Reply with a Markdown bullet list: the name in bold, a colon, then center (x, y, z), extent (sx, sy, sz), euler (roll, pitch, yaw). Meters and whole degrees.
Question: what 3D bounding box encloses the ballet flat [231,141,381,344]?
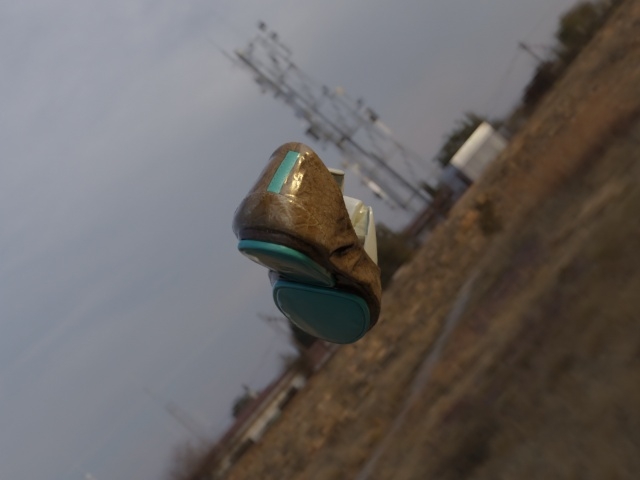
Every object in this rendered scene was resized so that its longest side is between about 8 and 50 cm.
- **ballet flat**: center (0.000, 0.000, 1.188), extent (0.342, 0.116, 0.124), euler (56, -132, -67)
